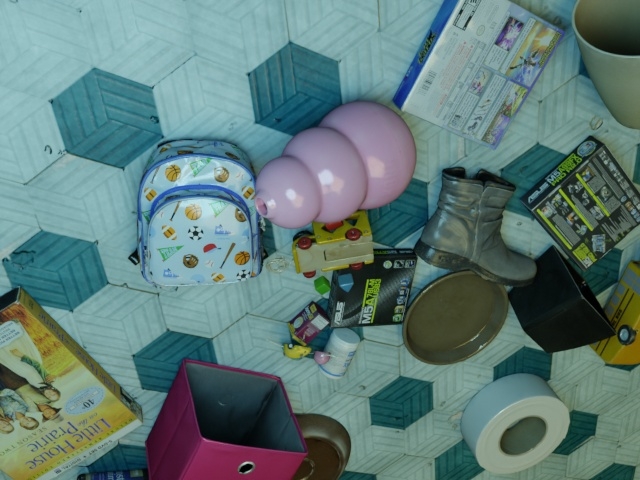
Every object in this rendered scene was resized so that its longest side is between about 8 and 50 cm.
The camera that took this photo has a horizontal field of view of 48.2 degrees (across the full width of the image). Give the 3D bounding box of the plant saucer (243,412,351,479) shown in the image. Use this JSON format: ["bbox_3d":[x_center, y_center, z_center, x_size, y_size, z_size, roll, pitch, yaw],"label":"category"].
[{"bbox_3d":[-0.062,0.577,1.839,0.310,0.050,0.311,-9,123,-14],"label":"plant saucer"}]

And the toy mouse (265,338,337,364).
[{"bbox_3d":[-0.033,0.260,1.626,0.161,0.143,0.031,8,78,15],"label":"toy mouse"}]

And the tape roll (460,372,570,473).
[{"bbox_3d":[0.534,0.503,1.962,0.286,0.100,0.286,-8,121,-14],"label":"tape roll"}]

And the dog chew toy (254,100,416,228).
[{"bbox_3d":[0.021,-0.126,1.307,0.331,0.206,0.207,-30,129,-33],"label":"dog chew toy"}]

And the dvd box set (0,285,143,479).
[{"bbox_3d":[-0.618,0.323,1.492,0.307,0.062,0.420,-30,124,1],"label":"dvd box set"}]

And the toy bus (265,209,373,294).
[{"bbox_3d":[0.012,0.002,1.476,0.202,0.104,0.191,27,123,-32],"label":"toy bus"}]

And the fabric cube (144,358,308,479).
[{"bbox_3d":[-0.220,0.459,1.587,0.254,0.259,0.258,18,113,-28],"label":"fabric cube"}]

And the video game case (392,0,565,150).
[{"bbox_3d":[0.308,-0.341,1.407,0.244,0.061,0.270,18,113,-25],"label":"video game case"}]

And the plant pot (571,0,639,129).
[{"bbox_3d":[0.641,-0.357,1.422,0.256,0.256,0.274,-30,141,1],"label":"plant pot"}]

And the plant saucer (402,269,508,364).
[{"bbox_3d":[0.323,0.183,1.737,0.277,0.041,0.278,-8,122,-13],"label":"plant saucer"}]

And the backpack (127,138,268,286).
[{"bbox_3d":[-0.225,-0.049,1.326,0.276,0.213,0.263,-5,110,-13],"label":"backpack"}]

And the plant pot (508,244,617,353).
[{"bbox_3d":[0.569,0.162,1.729,0.167,0.188,0.187,-38,125,20],"label":"plant pot"}]

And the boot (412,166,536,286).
[{"bbox_3d":[0.387,-0.029,1.593,0.338,0.118,0.223,12,110,-29],"label":"boot"}]

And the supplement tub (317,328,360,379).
[{"bbox_3d":[0.042,0.263,1.672,0.071,0.071,0.107,12,116,-24],"label":"supplement tub"}]

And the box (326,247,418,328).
[{"bbox_3d":[0.114,0.108,1.619,0.184,0.045,0.191,-1,119,-19],"label":"box"}]

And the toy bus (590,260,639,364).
[{"bbox_3d":[0.825,0.169,1.841,0.108,0.130,0.333,5,118,-20],"label":"toy bus"}]

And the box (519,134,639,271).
[{"bbox_3d":[0.622,-0.080,1.668,0.216,0.060,0.270,-44,123,11],"label":"box"}]

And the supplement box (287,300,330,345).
[{"bbox_3d":[-0.027,0.187,1.612,0.083,0.055,0.043,-44,123,9],"label":"supplement box"}]

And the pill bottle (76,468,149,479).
[{"bbox_3d":[-0.455,0.601,1.675,0.219,0.123,0.123,1,119,-20],"label":"pill bottle"}]
